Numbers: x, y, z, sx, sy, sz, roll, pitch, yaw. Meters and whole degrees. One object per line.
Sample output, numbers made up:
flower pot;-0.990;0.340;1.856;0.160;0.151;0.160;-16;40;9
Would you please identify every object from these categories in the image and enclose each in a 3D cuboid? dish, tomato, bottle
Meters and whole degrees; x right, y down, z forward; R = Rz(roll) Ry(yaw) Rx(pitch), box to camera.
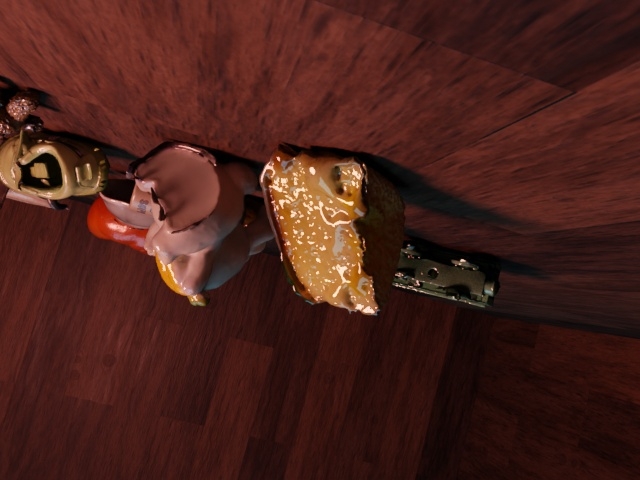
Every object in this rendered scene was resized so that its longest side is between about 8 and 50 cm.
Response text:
dish;-0.448;-0.080;1.483;0.230;0.081;0.229;16;-163;-5
tomato;-0.548;-0.067;1.734;0.260;0.179;0.260;16;172;2
bottle;-0.322;-0.080;1.363;0.209;0.109;0.097;17;163;-16

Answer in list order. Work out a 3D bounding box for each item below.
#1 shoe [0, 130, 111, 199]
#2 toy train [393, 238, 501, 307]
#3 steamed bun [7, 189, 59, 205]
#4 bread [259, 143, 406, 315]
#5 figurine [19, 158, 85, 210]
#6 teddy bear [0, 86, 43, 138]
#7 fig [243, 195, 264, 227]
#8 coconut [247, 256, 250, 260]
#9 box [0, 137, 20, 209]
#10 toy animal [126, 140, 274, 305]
shoe;-0.538;-0.153;1.166;0.263;0.139;0.128;8;-178;16
toy train;0.264;0.066;1.304;0.270;0.115;0.154;12;-178;28
steamed bun;-0.829;-0.175;1.654;0.228;0.130;0.177;19;173;-37
bread;0.032;-0.035;0.833;0.174;0.251;0.133;9;-145;37
figurine;-0.608;-0.144;1.393;0.193;0.140;0.265;-1;-156;-25
teddy bear;-0.474;-0.188;0.887;0.120;0.077;0.160;14;174;-31
fig;-0.178;-0.058;1.340;0.133;0.184;0.126;-13;131;-1
coconut;-0.305;0.004;1.908;0.171;0.170;0.183;19;171;-34
box;-0.865;-0.187;1.405;0.153;0.188;0.252;14;172;32
toy animal;-0.197;-0.028;1.035;0.183;0.247;0.310;31;164;20
